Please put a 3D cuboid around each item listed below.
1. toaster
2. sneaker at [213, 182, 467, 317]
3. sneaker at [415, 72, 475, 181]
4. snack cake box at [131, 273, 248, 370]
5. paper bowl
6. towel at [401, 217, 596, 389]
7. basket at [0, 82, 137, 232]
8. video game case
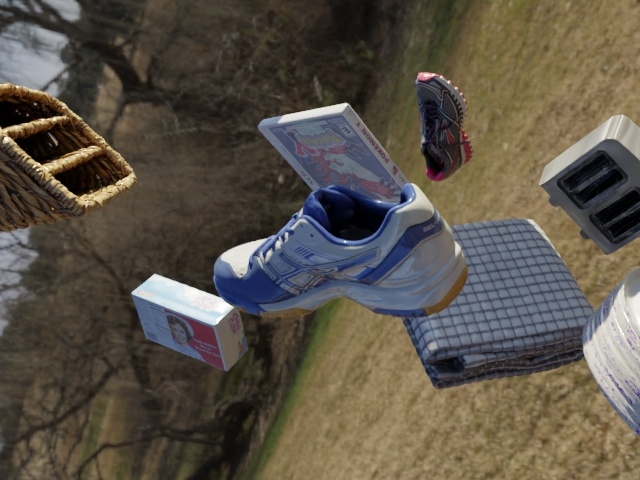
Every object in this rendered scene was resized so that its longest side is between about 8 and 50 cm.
[{"bbox_3d":[0.468,-0.090,1.220,0.186,0.168,0.110,-41,5,40],"label":"toaster"},{"bbox_3d":[0.000,0.000,0.783,0.297,0.131,0.112,-5,36,33],"label":"sneaker"},{"bbox_3d":[0.287,-0.270,1.846,0.121,0.112,0.299,26,151,43],"label":"sneaker"},{"bbox_3d":[-0.312,0.193,1.838,0.089,0.264,0.152,-45,-40,-41],"label":"snack cake box"},{"bbox_3d":[0.461,0.138,0.882,0.284,0.284,0.148,-99,31,-50],"label":"paper bowl"},{"bbox_3d":[0.251,0.096,1.183,0.121,0.284,0.235,99,157,-49],"label":"towel"},{"bbox_3d":[-0.439,-0.140,1.174,0.299,0.223,0.213,-74,-29,-76],"label":"basket"},{"bbox_3d":[0.022,-0.123,1.164,0.201,0.183,0.023,0,50,50],"label":"video game case"}]
